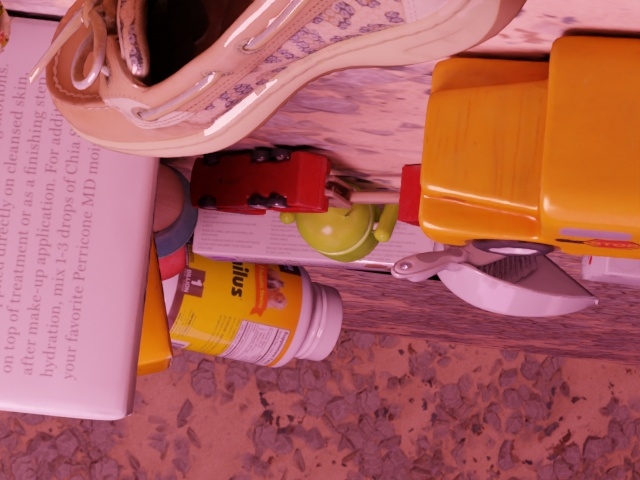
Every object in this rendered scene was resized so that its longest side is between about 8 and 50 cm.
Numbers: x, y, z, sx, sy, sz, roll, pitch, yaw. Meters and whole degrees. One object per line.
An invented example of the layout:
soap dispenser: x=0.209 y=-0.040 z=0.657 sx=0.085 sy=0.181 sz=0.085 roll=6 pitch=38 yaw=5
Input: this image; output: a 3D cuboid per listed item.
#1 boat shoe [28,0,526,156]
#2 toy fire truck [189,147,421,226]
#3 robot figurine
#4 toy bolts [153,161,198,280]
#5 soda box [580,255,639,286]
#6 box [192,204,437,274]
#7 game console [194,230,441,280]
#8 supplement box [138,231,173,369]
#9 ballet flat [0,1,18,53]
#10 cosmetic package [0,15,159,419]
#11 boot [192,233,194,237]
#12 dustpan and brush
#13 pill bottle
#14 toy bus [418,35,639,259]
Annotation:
boat shoe: x=-0.038 y=-0.106 z=0.691 sx=0.089 sy=0.104 sz=0.285 roll=17 pitch=158 yaw=-38
toy fire truck: x=0.000 y=-0.042 z=1.379 sx=0.135 sy=0.047 sz=0.192 roll=10 pitch=173 yaw=-42
robot figurine: x=0.017 y=-0.017 z=1.483 sx=0.101 sy=0.067 sz=0.115 roll=12 pitch=175 yaw=15
toy bolts: x=-0.211 y=0.008 z=1.436 sx=0.229 sy=0.218 sz=0.158 roll=-12 pitch=169 yaw=-9
soda box: x=0.329 y=0.008 z=1.403 sx=0.216 sy=0.073 sz=0.069 roll=7 pitch=173 yaw=-9
box: x=0.043 y=-0.006 z=1.577 sx=0.324 sy=0.067 sz=0.063 roll=3 pitch=173 yaw=18
game console: x=0.000 y=0.000 z=1.751 sx=0.361 sy=0.044 sz=0.213 roll=7 pitch=173 yaw=-11
supplement box: x=-0.299 y=0.029 z=1.246 sx=0.357 sy=0.194 sz=0.195 roll=-10 pitch=175 yaw=-7
ballet flat: x=-0.232 y=-0.124 z=0.821 sx=0.077 sy=0.091 sz=0.241 roll=-29 pitch=166 yaw=17
cosmetic package: x=-0.327 y=-0.025 z=1.018 sx=0.453 sy=0.230 sz=0.161 roll=7 pitch=174 yaw=-5
boot: x=-0.271 y=0.016 z=1.887 sx=0.207 sy=0.094 sz=0.246 roll=14 pitch=164 yaw=-32
dustpan and brush: x=0.127 y=0.017 z=1.391 sx=0.211 sy=0.060 sz=0.147 roll=-20 pitch=-129 yaw=-40
pill bottle: x=-0.089 y=0.067 z=1.790 sx=0.215 sy=0.117 sz=0.117 roll=14 pitch=170 yaw=-25
toy bus: x=0.220 y=-0.043 z=0.917 sx=0.333 sy=0.108 sz=0.130 roll=5 pitch=173 yaw=9
